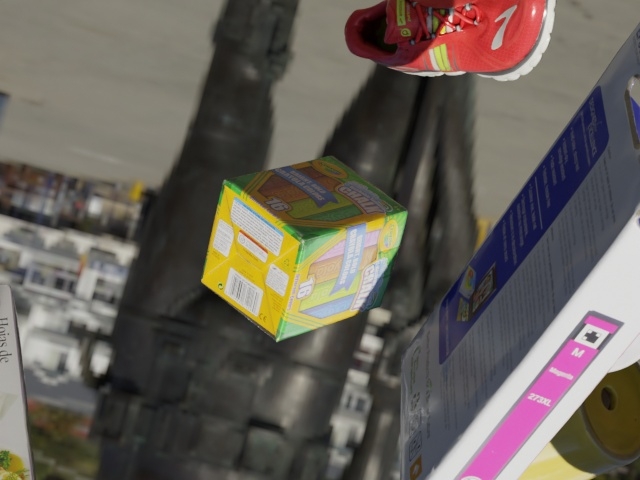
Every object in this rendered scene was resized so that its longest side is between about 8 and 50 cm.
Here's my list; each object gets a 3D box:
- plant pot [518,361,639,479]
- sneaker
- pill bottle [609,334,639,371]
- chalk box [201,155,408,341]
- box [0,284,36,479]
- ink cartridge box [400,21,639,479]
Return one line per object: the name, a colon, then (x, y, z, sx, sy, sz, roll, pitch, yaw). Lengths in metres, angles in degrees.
plant pot: (0.305, 0.232, 2.066, 0.254, 0.254, 0.239, 17, 155, -39)
sneaker: (0.124, -0.214, 1.555, 0.118, 0.107, 0.279, 3, 175, -35)
pill bottle: (0.254, 0.022, 1.424, 0.119, 0.119, 0.208, 15, -151, 1)
chalk box: (0.000, 0.000, 1.662, 0.213, 0.132, 0.132, -18, -138, -43)
box: (-0.295, 0.187, 1.394, 0.063, 0.324, 0.067, -8, 141, -10)
ink cartridge box: (0.162, 0.030, 1.073, 0.069, 0.371, 0.176, 20, -143, -12)
